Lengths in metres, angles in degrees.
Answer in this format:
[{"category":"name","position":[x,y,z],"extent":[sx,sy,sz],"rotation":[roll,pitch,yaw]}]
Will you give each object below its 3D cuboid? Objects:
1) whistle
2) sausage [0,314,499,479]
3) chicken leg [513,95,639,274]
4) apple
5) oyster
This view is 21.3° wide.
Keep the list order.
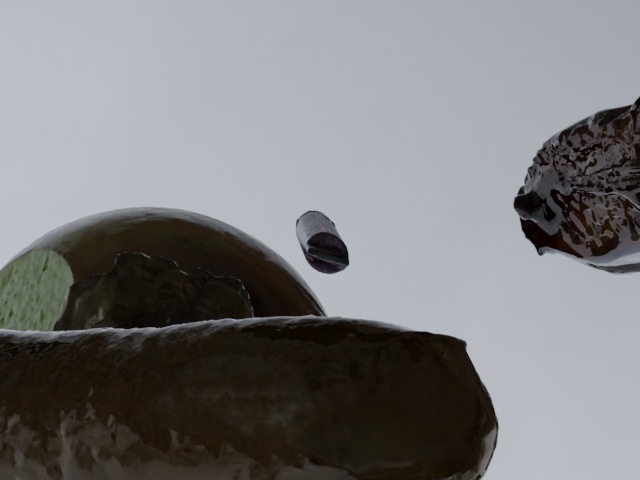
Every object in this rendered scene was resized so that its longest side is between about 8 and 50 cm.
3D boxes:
[{"category":"whistle","position":[0.000,0.000,1.342],"extent":[0.033,0.033,0.176],"rotation":[18,-173,-6]},{"category":"sausage","position":[-0.134,0.098,0.847],"extent":[0.501,0.136,0.123],"rotation":[1,-169,34]},{"category":"chicken leg","position":[0.287,-0.038,1.066],"extent":[0.158,0.407,0.095],"rotation":[40,-125,-40]},{"category":"apple","position":[-0.171,0.146,1.518],"extent":[0.384,0.374,0.374],"rotation":[-32,-120,-12]},{"category":"oyster","position":[-0.100,0.131,1.068],"extent":[0.162,0.232,0.107],"rotation":[16,-179,-35]}]
